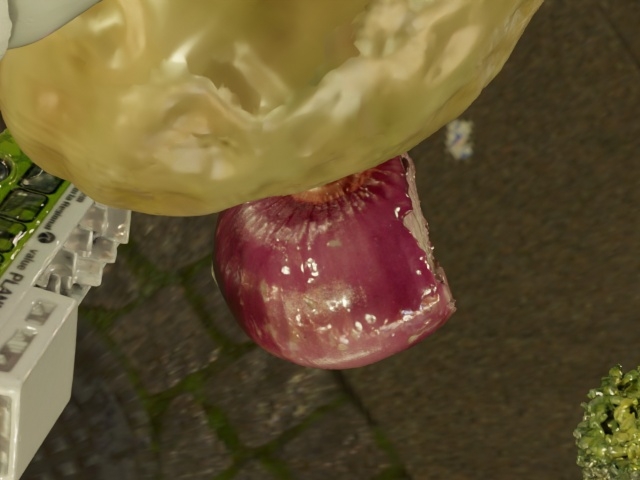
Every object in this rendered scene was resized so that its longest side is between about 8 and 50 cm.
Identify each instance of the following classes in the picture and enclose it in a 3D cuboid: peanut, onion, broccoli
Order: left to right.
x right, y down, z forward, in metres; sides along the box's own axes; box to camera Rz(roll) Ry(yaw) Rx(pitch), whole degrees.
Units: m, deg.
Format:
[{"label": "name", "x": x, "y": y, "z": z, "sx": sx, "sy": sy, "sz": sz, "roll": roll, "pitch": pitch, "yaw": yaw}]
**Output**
[{"label": "onion", "x": 0.004, "y": 0.009, "z": 1.353, "sx": 0.201, "sy": 0.200, "sz": 0.207, "roll": -14, "pitch": 64, "yaw": -15}, {"label": "peanut", "x": 0.043, "y": -0.143, "z": 0.694, "sx": 0.387, "sy": 0.192, "sz": 0.169, "roll": -34, "pitch": 49, "yaw": -6}, {"label": "broccoli", "x": 0.156, "y": 0.089, "z": 0.668, "sx": 0.095, "sy": 0.097, "sz": 0.092, "roll": 47, "pitch": 69, "yaw": -23}]

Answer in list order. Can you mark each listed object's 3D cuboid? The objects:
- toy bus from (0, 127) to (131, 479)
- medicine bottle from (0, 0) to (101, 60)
[{"label": "toy bus", "x": -0.216, "y": 0.030, "z": 1.179, "sx": 0.139, "sy": 0.113, "sz": 0.301, "roll": 16, "pitch": 36, "yaw": 7}, {"label": "medicine bottle", "x": -0.072, "y": -0.126, "z": 0.396, "sx": 0.258, "sy": 0.143, "sz": 0.143, "roll": -39, "pitch": 91, "yaw": -24}]
